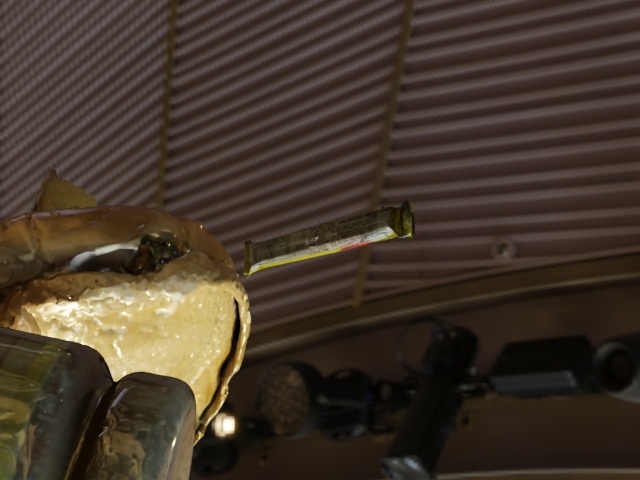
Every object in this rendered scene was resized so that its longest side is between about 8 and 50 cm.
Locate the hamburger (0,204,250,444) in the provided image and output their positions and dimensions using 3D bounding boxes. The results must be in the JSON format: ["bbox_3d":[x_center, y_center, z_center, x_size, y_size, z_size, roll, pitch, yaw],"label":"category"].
[{"bbox_3d":[-0.166,0.080,0.945,0.243,0.286,0.146,-37,-126,7],"label":"hamburger"}]

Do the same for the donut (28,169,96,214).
[{"bbox_3d":[-0.238,0.027,1.124,0.178,0.065,0.162,137,-32,-76],"label":"donut"}]

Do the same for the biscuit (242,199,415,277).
[{"bbox_3d":[0.000,0.000,1.543,0.292,0.026,0.048,-13,-114,44],"label":"biscuit"}]

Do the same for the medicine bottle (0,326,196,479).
[{"bbox_3d":[-0.217,0.089,0.465,0.151,0.322,0.151,11,90,-89],"label":"medicine bottle"}]
